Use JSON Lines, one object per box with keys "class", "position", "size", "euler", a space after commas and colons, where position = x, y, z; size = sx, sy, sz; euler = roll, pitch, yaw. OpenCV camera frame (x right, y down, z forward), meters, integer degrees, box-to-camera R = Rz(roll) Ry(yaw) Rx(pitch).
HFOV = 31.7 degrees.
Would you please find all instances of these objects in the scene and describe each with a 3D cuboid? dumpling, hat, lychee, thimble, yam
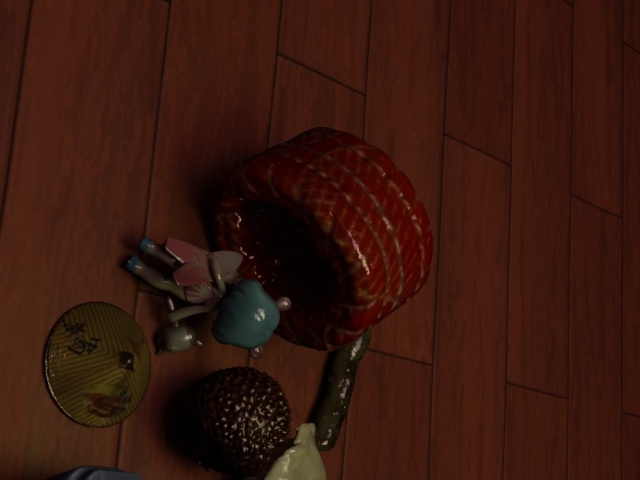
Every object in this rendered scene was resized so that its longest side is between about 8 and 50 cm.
{"class": "dumpling", "position": [-0.066, 0.401, 1.840], "size": [0.132, 0.162, 0.250], "euler": [30, 61, 5]}
{"class": "hat", "position": [-0.309, 0.182, 1.678], "size": [0.193, 0.082, 0.193], "euler": [10, 75, -44]}
{"class": "lychee", "position": [-0.131, 0.279, 1.767], "size": [0.188, 0.188, 0.188], "euler": [11, 75, -45]}
{"class": "thimble", "position": [0.000, 0.000, 1.860], "size": [0.231, 0.350, 0.350], "euler": [-31, 105, -43]}
{"class": "yam", "position": [0.035, 0.264, 2.037], "size": [0.061, 0.061, 0.252], "euler": [40, 57, -35]}

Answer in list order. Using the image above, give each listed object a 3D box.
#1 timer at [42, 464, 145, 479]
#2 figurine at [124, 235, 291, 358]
{"class": "timer", "position": [-0.312, 0.480, 1.440], "size": [0.395, 0.173, 0.395], "euler": [-19, 90, -81]}
{"class": "figurine", "position": [-0.190, 0.100, 1.761], "size": [0.260, 0.103, 0.205], "euler": [31, 86, -8]}
